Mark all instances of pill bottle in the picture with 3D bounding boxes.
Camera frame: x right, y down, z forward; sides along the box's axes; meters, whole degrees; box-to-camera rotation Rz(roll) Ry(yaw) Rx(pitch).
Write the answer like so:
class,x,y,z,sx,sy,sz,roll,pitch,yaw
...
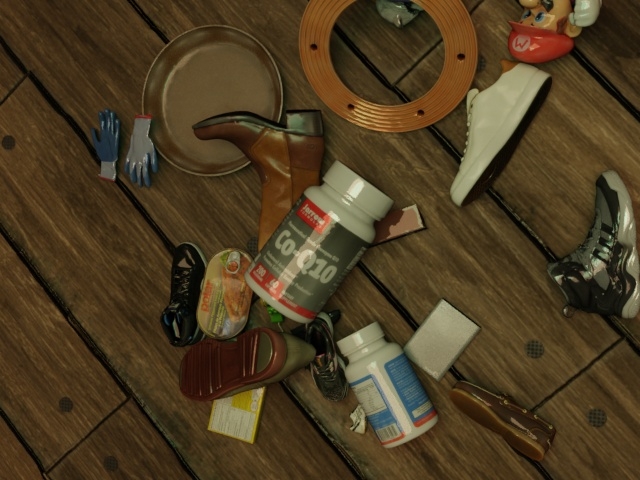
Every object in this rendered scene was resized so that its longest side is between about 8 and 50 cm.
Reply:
class,x,y,z,sx,sy,sz,roll,pitch,yaw
pill bottle,0.000,0.000,1.443,0.161,0.161,0.283,38,97,12
pill bottle,0.123,0.271,1.478,0.124,0.124,0.221,-29,83,13

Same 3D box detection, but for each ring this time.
class,x,y,z,sx,sy,sz,roll,pitch,yaw
ring,0.124,-0.354,1.438,0.337,0.032,0.336,9,128,12

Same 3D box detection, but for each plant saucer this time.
class,x,y,z,sx,sy,sz,roll,pitch,yaw
plant saucer,-0.219,-0.287,1.604,0.311,0.050,0.310,0,90,15

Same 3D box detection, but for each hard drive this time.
class,x,y,z,sx,sy,sz,roll,pitch,yaw
hard drive,0.233,0.193,1.500,0.094,0.022,0.135,38,100,11

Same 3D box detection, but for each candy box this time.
class,x,y,z,sx,sy,sz,roll,pitch,yaw
candy box,-0.163,0.307,1.603,0.105,0.027,0.205,14,94,18

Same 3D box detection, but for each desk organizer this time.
class,x,y,z,sx,sy,sz,roll,pitch,yaw
desk organizer,0.138,-0.027,1.512,0.130,0.047,0.050,-19,83,14

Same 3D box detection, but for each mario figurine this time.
class,x,y,z,sx,sy,sz,roll,pitch,yaw
mario figurine,0.424,-0.467,1.363,0.170,0.198,0.320,28,93,0

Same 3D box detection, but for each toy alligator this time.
class,x,y,z,sx,sy,sz,roll,pitch,yaw
toy alligator,-0.095,0.126,1.571,0.056,0.051,0.189,-8,88,15

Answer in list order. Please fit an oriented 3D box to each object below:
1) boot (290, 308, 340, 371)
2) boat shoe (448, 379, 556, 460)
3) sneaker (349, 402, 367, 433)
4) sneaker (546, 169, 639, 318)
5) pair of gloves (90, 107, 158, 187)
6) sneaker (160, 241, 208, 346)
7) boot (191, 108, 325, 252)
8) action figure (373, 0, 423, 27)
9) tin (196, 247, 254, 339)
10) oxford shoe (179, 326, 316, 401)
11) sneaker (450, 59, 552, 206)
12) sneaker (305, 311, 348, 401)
class,x,y,z,sx,sy,sz,roll,pitch,yaw
boot,0.005,0.203,1.550,0.121,0.045,0.099,-27,85,16
boat shoe,0.342,0.325,1.454,0.207,0.073,0.073,35,61,9
sneaker,0.076,0.342,1.538,0.037,0.032,0.083,6,91,15
sneaker,0.483,0.013,1.390,0.153,0.101,0.268,-6,91,12
pair of gloves,-0.419,-0.198,1.649,0.198,0.023,0.159,11,103,32
sneaker,-0.280,0.111,1.585,0.079,0.121,0.216,-5,89,14
boot,-0.117,-0.116,1.537,0.264,0.096,0.280,-2,105,-3
action figure,0.194,-0.565,1.468,0.342,0.178,0.330,9,100,-15
tin,-0.190,0.110,1.579,0.106,0.040,0.189,11,76,1
oxford shoe,-0.153,0.253,1.515,0.348,0.130,0.122,-17,67,45
sneaker,0.306,-0.203,1.447,0.123,0.106,0.290,33,91,23
sneaker,0.002,0.232,1.494,0.072,0.077,0.178,-18,95,11
